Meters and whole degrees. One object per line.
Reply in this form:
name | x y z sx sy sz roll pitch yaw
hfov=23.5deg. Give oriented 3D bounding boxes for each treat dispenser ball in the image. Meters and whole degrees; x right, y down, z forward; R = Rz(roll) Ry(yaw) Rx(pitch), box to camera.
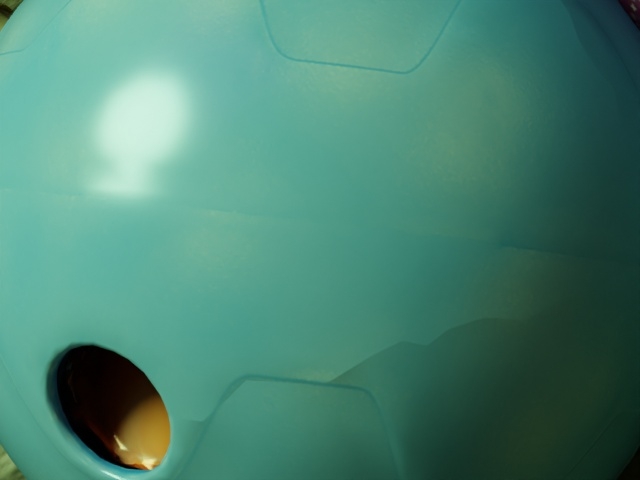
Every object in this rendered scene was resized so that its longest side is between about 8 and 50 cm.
treat dispenser ball | 0.000 0.000 0.598 0.288 0.288 0.288 -23 32 16

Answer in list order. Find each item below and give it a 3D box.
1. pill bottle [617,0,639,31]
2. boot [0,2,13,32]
pill bottle | 0.188 -0.133 0.601 0.169 0.169 0.301 -36 41 -5
boot | -0.193 -0.084 1.062 0.203 0.262 0.095 32 74 13
